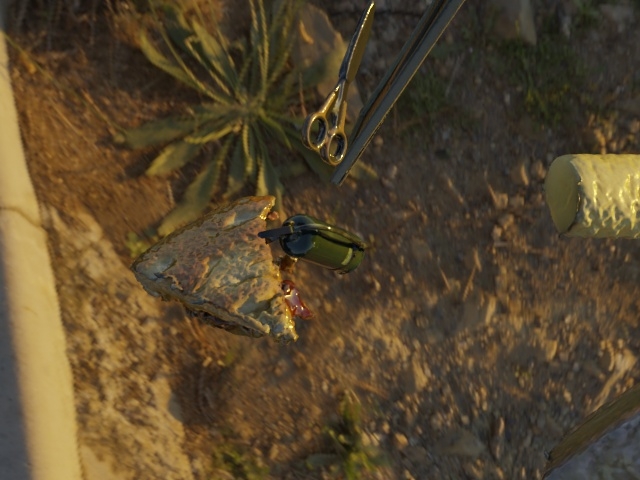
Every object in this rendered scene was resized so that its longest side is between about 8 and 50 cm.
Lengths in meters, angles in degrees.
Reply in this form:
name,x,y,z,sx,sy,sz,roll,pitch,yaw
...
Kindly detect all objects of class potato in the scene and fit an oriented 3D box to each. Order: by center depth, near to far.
name,x,y,z,sx,sy,sz,roll,pitch,yaw
potato,0.394,0.251,1.196,0.211,0.189,0.264,51,118,13

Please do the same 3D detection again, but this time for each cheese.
name,x,y,z,sx,sy,sz,roll,pitch,yaw
cheese,0.394,-0.060,1.460,0.167,0.094,0.123,1,47,-15

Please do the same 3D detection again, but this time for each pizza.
name,x,y,z,sx,sy,sz,roll,pitch,yaw
pizza,-0.073,0.043,1.020,0.154,0.069,0.194,-29,47,-17

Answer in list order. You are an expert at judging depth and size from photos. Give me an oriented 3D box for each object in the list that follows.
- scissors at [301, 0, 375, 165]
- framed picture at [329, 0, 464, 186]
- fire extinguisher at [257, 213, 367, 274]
name,x,y,z,sx,sy,sz,roll,pitch,yaw
scissors,0.032,-0.206,1.384,0.017,0.088,0.220,10,75,38
framed picture,0.123,-0.256,1.582,0.022,0.247,0.335,32,121,-5
fire extinguisher,0.000,0.000,0.605,0.038,0.083,0.025,-16,74,24
